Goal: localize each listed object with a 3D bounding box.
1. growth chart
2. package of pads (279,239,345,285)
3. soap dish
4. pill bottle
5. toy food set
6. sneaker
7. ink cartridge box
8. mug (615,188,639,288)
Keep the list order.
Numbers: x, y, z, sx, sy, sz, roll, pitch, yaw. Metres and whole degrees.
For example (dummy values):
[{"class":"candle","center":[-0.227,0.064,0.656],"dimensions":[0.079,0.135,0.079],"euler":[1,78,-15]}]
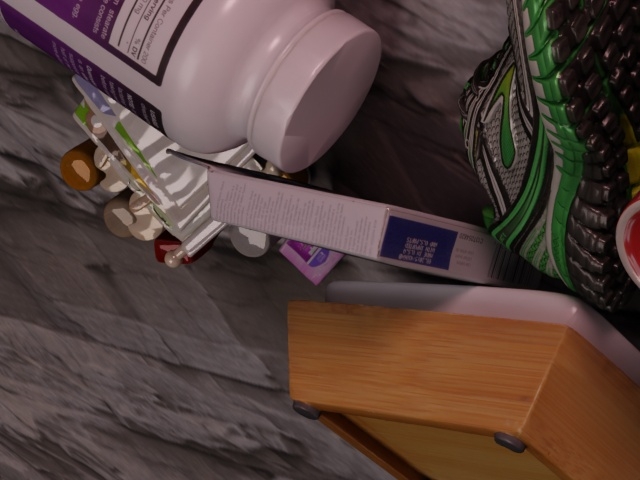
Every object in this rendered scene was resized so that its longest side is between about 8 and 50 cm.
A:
[{"class":"growth chart","center":[-0.136,-0.107,1.465],"dimensions":[0.172,0.021,0.237],"euler":[-31,89,30]},{"class":"package of pads","center":[0.000,0.000,1.509],"dimensions":[0.050,0.032,0.083],"euler":[42,146,2]},{"class":"soap dish","center":[0.132,0.132,1.360],"dimensions":[0.291,0.118,0.229],"euler":[3,151,47]},{"class":"pill bottle","center":[-0.117,-0.188,1.321],"dimensions":[0.323,0.181,0.181],"euler":[35,143,17]},{"class":"toy food set","center":[-0.104,-0.049,1.547],"dimensions":[0.232,0.104,0.111],"euler":[1,112,25]},{"class":"sneaker","center":[0.147,-0.102,1.165],"dimensions":[0.146,0.134,0.344],"euler":[23,139,32]},{"class":"ink cartridge box","center":[0.025,-0.013,1.334],"dimensions":[0.224,0.223,0.045],"euler":[16,93,39]},{"class":"mug","center":[0.278,-0.023,1.070],"dimensions":[0.150,0.169,0.113],"euler":[42,144,8]}]
